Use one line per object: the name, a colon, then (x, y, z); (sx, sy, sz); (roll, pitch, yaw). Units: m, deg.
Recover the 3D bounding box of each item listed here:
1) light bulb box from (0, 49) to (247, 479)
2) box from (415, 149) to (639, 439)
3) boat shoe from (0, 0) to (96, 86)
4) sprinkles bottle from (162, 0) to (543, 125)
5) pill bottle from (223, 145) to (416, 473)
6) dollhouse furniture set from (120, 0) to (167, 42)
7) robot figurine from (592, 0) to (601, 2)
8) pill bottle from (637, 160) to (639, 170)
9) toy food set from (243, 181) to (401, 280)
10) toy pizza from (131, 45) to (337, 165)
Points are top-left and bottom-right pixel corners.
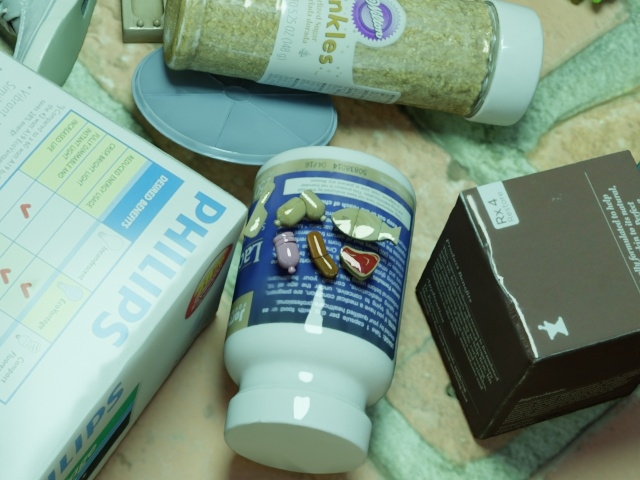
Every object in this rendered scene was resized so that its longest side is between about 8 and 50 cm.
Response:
light bulb box: (-0.312, 0.050, 1.334); (0.361, 0.225, 0.358); (33, 63, 6)
box: (0.205, 0.052, 1.431); (0.167, 0.203, 0.168); (-14, 67, -16)
boat shoe: (-0.272, -0.228, 1.569); (0.081, 0.079, 0.227); (11, 57, 6)
sprinkles bottle: (0.032, -0.194, 1.543); (0.355, 0.121, 0.121); (8, 63, -15)
pill bottle: (-0.003, 0.063, 1.419); (0.153, 0.153, 0.265); (11, 62, -4)
dollhouse furniture set: (-0.121, -0.289, 1.590); (0.151, 0.123, 0.144); (-1, 64, -10)
robot figurine: (0.300, -0.306, 1.699); (0.101, 0.067, 0.115); (15, 59, 34)
pill bottle: (0.372, -0.059, 1.478); (0.146, 0.264, 0.146); (3, 63, -7)
toy food set: (0.000, 0.000, 1.356); (0.122, 0.019, 0.078); (23, 65, 3)
toy pizza: (-0.083, -0.129, 1.543); (0.201, 0.032, 0.201); (10, 39, -8)
